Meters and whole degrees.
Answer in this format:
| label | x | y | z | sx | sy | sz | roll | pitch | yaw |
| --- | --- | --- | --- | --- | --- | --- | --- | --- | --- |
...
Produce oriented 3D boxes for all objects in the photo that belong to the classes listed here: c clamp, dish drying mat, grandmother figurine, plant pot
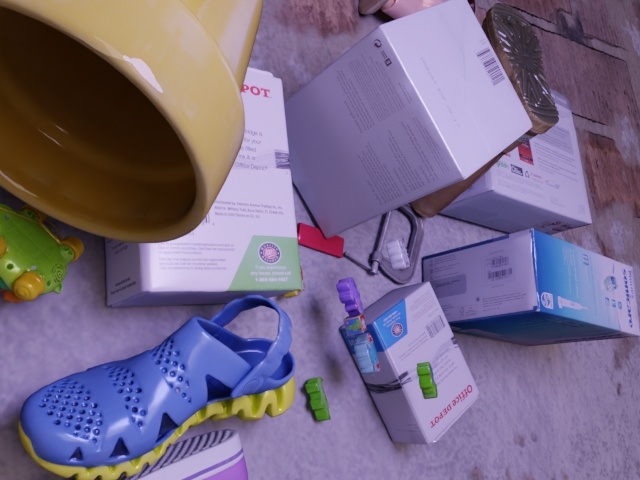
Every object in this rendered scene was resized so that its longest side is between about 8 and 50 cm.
| label | x | y | z | sx | sy | sz | roll | pitch | yaw |
| --- | --- | --- | --- | --- | --- | --- | --- | --- | --- |
| c clamp | 0.114 | -0.004 | 0.969 | 0.137 | 0.022 | 0.161 | 40 | 56 | -25 |
| dish drying mat | 0.000 | 0.000 | 0.886 | 0.083 | 0.008 | 0.032 | 19 | 65 | -35 |
| grandmother figurine | 0.230 | -0.415 | 1.140 | 0.342 | 0.104 | 0.208 | 19 | 93 | -37 |
| plant pot | -0.167 | -0.165 | 0.528 | 0.254 | 0.254 | 0.239 | 39 | 51 | -24 |

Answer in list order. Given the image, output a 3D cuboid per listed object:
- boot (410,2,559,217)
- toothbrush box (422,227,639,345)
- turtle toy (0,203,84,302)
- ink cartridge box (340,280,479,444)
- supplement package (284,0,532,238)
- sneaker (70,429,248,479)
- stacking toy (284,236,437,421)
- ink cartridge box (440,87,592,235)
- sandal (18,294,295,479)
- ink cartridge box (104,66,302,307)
| label | x | y | z | sx | sy | sz | roll | pitch | yaw |
| --- | --- | --- | --- | --- | --- | --- | --- | --- | --- |
| boot | 0.222 | -0.197 | 0.956 | 0.089 | 0.269 | 0.236 | 11 | 61 | -27 |
| toothbrush box | 0.345 | 0.092 | 1.004 | 0.295 | 0.216 | 0.126 | 16 | 68 | -34 |
| turtle toy | -0.304 | 0.007 | 0.597 | 0.130 | 0.066 | 0.095 | 50 | 28 | -15 |
| ink cartridge box | 0.133 | 0.177 | 0.894 | 0.139 | 0.082 | 0.191 | -28 | 97 | -40 |
| supplement package | 0.097 | -0.160 | 0.838 | 0.198 | 0.262 | 0.199 | -34 | 97 | -40 |
| sneaker | -0.184 | 0.304 | 0.592 | 0.282 | 0.102 | 0.161 | -7 | 87 | -38 |
| stacking toy | 0.050 | 0.113 | 0.798 | 0.052 | 0.167 | 0.221 | -11 | 87 | -73 |
| ink cartridge box | 0.347 | -0.167 | 1.135 | 0.309 | 0.130 | 0.272 | 12 | 68 | -36 |
| sandal | -0.144 | 0.133 | 0.630 | 0.317 | 0.138 | 0.126 | -12 | 41 | -46 |
| ink cartridge box | -0.142 | -0.066 | 0.718 | 0.198 | 0.114 | 0.273 | 3 | 75 | -38 |
